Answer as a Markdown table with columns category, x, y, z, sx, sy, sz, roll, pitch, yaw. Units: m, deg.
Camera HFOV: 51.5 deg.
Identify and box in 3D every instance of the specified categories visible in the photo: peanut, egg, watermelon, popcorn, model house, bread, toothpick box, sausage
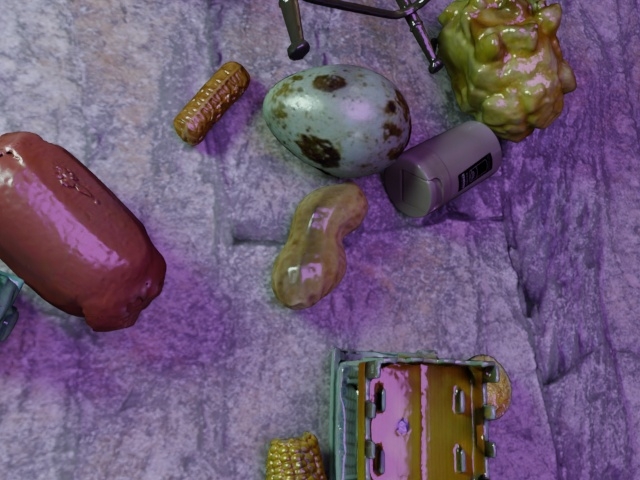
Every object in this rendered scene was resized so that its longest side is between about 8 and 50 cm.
| category | x | y | z | sx | sy | sz | roll | pitch | yaw |
| --- | --- | --- | --- | --- | --- | --- | --- | --- | --- |
| peanut | 0.000 | 0.000 | 0.992 | 0.230 | 0.098 | 0.103 | -67 | 150 | -22 |
| egg | 0.026 | -0.183 | 1.006 | 0.231 | 0.169 | 0.169 | 12 | 73 | -15 |
| watermelon | 0.256 | 0.241 | 1.078 | 0.105 | 0.062 | 0.106 | 10 | 66 | -24 |
| popcorn | 0.319 | -0.319 | 1.155 | 0.215 | 0.252 | 0.287 | -27 | 69 | 12 |
| model house | 0.114 | 0.256 | 0.918 | 0.198 | 0.215 | 0.224 | 6 | 75 | -22 |
| bread | -0.160 | -0.206 | 0.988 | 0.052 | 0.044 | 0.157 | 41 | 64 | -15 |
| toothpick box | 0.205 | -0.121 | 1.111 | 0.180 | 0.111 | 0.111 | -29 | 92 | -30 |
| sausage | -0.311 | -0.009 | 0.810 | 0.280 | 0.152 | 0.152 | 48 | 63 | -9 |

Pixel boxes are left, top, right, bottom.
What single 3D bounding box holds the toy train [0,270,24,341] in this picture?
| category | x | y | z | sx | sy | sz | roll | pitch | yaw |
| --- | --- | --- | --- | --- | --- | --- | --- | --- | --- |
| toy train | -0.467 | 0.026 | 0.699 | 0.298 | 0.194 | 0.120 | 27 | 66 | -19 |

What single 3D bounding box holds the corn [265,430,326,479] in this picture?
| category | x | y | z | sx | sy | sz | roll | pitch | yaw |
| --- | --- | --- | --- | --- | --- | --- | --- | --- | --- |
| corn | -0.021 | 0.417 | 0.880 | 0.101 | 0.101 | 0.311 | -5 | 82 | -27 |

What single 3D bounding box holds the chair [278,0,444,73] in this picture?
| category | x | y | z | sx | sy | sz | roll | pitch | yaw |
| --- | --- | --- | --- | --- | --- | --- | --- | --- | --- |
| chair | 0.092 | -0.519 | 0.918 | 0.361 | 0.364 | 0.410 | -11 | 68 | -48 |
